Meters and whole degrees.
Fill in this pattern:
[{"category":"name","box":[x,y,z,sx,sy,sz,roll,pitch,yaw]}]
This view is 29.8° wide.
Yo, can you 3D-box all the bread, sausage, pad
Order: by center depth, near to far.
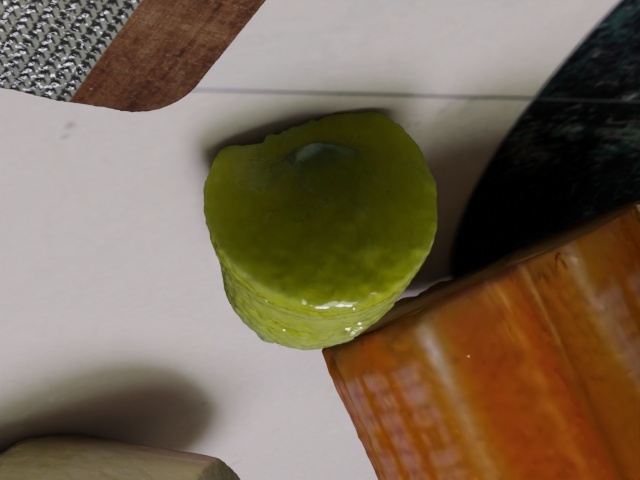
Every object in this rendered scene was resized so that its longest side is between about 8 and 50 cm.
[{"category":"pad","box":[-0.162,-0.055,0.525,0.250,0.055,0.323,7,123,-40]},{"category":"bread","box":[0.000,0.000,0.679,0.129,0.111,0.114,-10,157,-10]},{"category":"sausage","box":[0.157,0.150,0.774,0.233,0.287,0.233,-23,178,-1]}]

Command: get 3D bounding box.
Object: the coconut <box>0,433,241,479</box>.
[{"category":"coconut","box":[-0.150,0.266,0.872,0.244,0.239,0.239,9,156,16]}]
